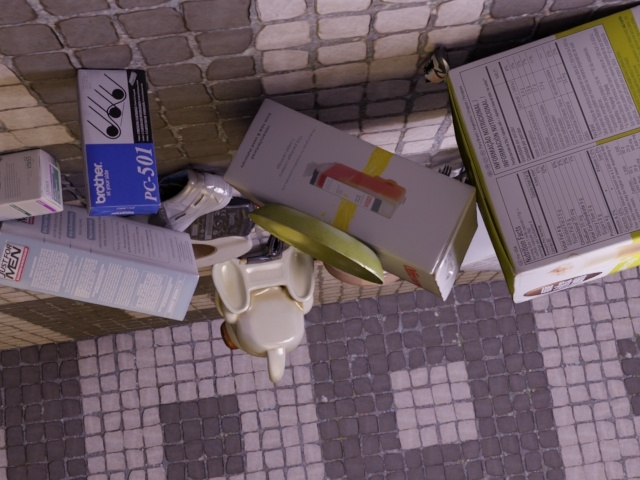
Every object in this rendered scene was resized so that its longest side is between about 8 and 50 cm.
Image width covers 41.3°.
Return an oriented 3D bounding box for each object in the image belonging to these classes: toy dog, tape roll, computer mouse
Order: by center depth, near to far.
[{"bbox_3d":[-0.201,-0.025,1.951,0.262,0.184,0.060,-9,-147,-20],"label":"computer mouse"},{"bbox_3d":[-0.362,0.004,2.113,0.392,0.072,0.392,-8,168,-2],"label":"tape roll"},{"bbox_3d":[-0.157,0.214,2.486,0.285,0.395,0.408,-19,172,-15],"label":"toy dog"}]

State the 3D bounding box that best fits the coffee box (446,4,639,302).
[{"bbox_3d":[0.415,-0.119,1.374,0.334,0.338,0.337,-18,165,8],"label":"coffee box"}]

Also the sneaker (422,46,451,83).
[{"bbox_3d":[0.181,-0.268,1.325,0.044,0.040,0.109,-8,167,7],"label":"sneaker"}]

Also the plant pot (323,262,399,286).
[{"bbox_3d":[0.123,0.007,2.245,0.237,0.237,0.109,-6,126,-8],"label":"plant pot"}]

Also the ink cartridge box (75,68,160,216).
[{"bbox_3d":[-0.288,-0.140,1.205,0.097,0.207,0.046,-3,166,-21],"label":"ink cartridge box"}]

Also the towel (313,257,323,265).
[{"bbox_3d":[0.168,0.037,2.650,0.317,0.053,0.332,-17,164,34],"label":"towel"}]

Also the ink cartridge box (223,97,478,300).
[{"bbox_3d":[0.068,-0.064,1.460,0.385,0.160,0.279,26,175,15],"label":"ink cartridge box"}]

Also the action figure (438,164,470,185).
[{"bbox_3d":[0.377,-0.142,1.802,0.164,0.141,0.276,5,178,-39],"label":"action figure"}]

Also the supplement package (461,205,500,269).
[{"bbox_3d":[0.454,-0.039,2.152,0.263,0.199,0.198,4,162,-43],"label":"supplement package"}]

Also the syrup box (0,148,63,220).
[{"bbox_3d":[-0.586,-0.088,1.504,0.237,0.093,0.096,-9,167,3],"label":"syrup box"}]

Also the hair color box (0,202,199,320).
[{"bbox_3d":[-0.441,0.031,1.667,0.374,0.113,0.185,15,-158,-22],"label":"hair color box"}]

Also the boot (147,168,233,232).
[{"bbox_3d":[-0.307,-0.084,1.756,0.258,0.095,0.123,-26,151,37],"label":"boot"}]

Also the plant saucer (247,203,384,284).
[{"bbox_3d":[0.000,0.000,1.345,0.241,0.037,0.241,27,173,4],"label":"plant saucer"}]
